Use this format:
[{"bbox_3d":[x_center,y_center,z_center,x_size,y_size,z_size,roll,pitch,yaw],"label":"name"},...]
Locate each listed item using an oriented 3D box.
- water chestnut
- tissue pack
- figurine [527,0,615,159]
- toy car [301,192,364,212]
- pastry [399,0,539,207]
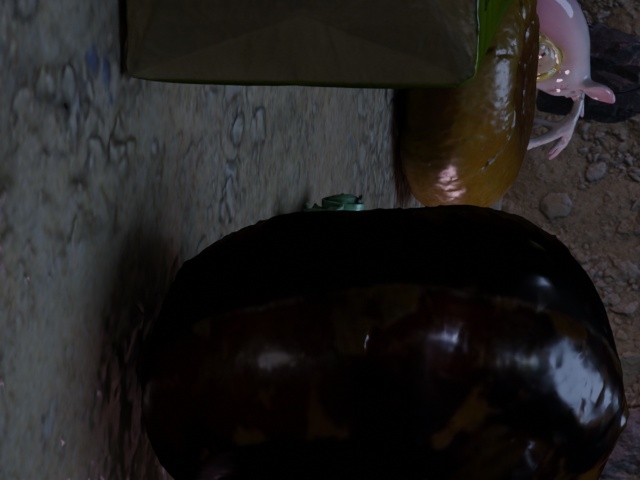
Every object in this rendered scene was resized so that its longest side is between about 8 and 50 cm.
[{"bbox_3d":[0.035,0.117,0.849,0.300,0.300,0.300,5,90,-78],"label":"water chestnut"},{"bbox_3d":[0.017,-0.200,0.861,0.275,0.200,0.167,-56,148,-66],"label":"tissue pack"},{"bbox_3d":[0.295,-0.268,2.135,0.315,0.284,0.206,44,31,-36],"label":"figurine"},{"bbox_3d":[0.000,0.000,1.234,0.143,0.054,0.073,-34,131,-73],"label":"toy car"},{"bbox_3d":[0.199,-0.200,1.847,0.356,0.163,0.356,7,90,-80],"label":"pastry"}]
